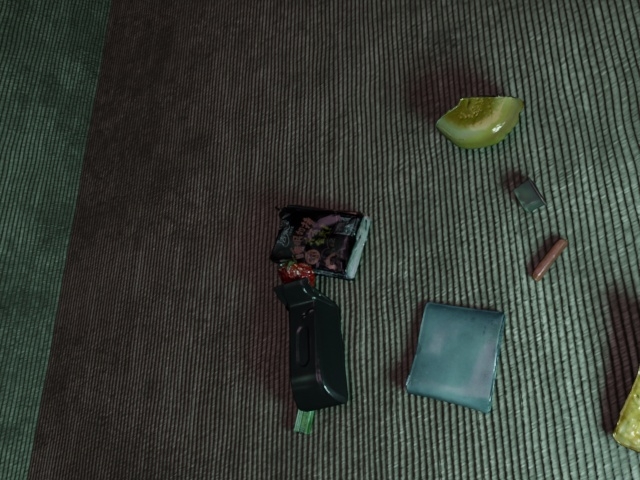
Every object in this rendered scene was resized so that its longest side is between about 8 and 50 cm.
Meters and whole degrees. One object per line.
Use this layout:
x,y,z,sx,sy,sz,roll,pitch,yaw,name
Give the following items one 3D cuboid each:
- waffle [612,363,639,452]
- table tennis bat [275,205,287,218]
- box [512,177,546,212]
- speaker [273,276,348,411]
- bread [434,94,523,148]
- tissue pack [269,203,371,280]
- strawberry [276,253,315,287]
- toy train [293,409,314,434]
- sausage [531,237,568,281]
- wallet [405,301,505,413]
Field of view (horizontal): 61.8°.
0.855,0.358,1.191,0.304,0.077,0.348,20,107,37,waffle
-0.150,-0.112,2.090,0.083,0.007,0.050,34,93,34,table tennis bat
0.622,-0.131,1.591,0.063,0.060,0.085,-33,60,23,box
-0.040,0.338,1.736,0.180,0.184,0.388,-20,58,25,speaker
0.504,-0.364,1.701,0.260,0.158,0.156,7,87,33,bread
0.000,0.000,1.893,0.332,0.123,0.245,8,72,30,tissue pack
-0.087,0.132,1.834,0.140,0.192,0.085,23,55,5,strawberry
-0.053,0.592,1.758,0.056,0.038,0.093,7,76,27,toy train
0.652,0.053,1.521,0.035,0.030,0.147,37,94,35,sausage
0.394,0.333,1.565,0.251,0.054,0.290,5,74,32,wallet
